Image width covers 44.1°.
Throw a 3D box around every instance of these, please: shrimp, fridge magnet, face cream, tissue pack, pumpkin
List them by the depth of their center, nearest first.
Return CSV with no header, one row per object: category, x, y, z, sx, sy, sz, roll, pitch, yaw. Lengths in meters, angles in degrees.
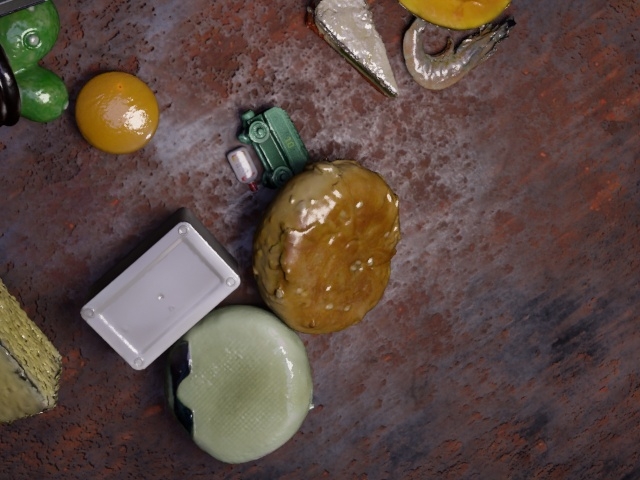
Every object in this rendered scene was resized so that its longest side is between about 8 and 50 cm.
fridge magnet,-0.351,-0.220,1.367,0.143,0.063,0.143,-2,102,-10
pumpkin,0.237,-0.443,1.369,0.312,0.148,0.169,-11,99,-12
tissue pack,-0.279,0.083,1.401,0.246,0.136,0.159,-41,105,0
face cream,-0.137,-0.129,1.440,0.040,0.021,0.083,-27,104,-5
shrimp,0.247,-0.376,1.443,0.219,0.046,0.152,-31,107,-2

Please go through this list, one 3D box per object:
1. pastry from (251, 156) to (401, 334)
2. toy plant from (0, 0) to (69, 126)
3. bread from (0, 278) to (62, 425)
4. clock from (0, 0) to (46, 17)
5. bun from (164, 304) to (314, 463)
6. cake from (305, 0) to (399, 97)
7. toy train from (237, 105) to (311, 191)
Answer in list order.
pastry,0.000,0.000,1.392,0.284,0.184,0.316,-8,115,-34
toy plant,-0.520,-0.286,1.284,0.235,0.175,0.218,-26,113,-32
bread,-0.620,0.224,1.313,0.315,0.279,0.248,-38,112,-13
clock,-0.570,-0.446,1.240,0.273,0.049,0.279,-20,71,-5
bun,-0.139,0.249,1.445,0.283,0.179,0.283,1,94,10
cake,0.051,-0.341,1.395,0.116,0.086,0.220,-19,103,-6
toy train,-0.077,-0.163,1.418,0.099,0.070,0.172,-32,105,-20
